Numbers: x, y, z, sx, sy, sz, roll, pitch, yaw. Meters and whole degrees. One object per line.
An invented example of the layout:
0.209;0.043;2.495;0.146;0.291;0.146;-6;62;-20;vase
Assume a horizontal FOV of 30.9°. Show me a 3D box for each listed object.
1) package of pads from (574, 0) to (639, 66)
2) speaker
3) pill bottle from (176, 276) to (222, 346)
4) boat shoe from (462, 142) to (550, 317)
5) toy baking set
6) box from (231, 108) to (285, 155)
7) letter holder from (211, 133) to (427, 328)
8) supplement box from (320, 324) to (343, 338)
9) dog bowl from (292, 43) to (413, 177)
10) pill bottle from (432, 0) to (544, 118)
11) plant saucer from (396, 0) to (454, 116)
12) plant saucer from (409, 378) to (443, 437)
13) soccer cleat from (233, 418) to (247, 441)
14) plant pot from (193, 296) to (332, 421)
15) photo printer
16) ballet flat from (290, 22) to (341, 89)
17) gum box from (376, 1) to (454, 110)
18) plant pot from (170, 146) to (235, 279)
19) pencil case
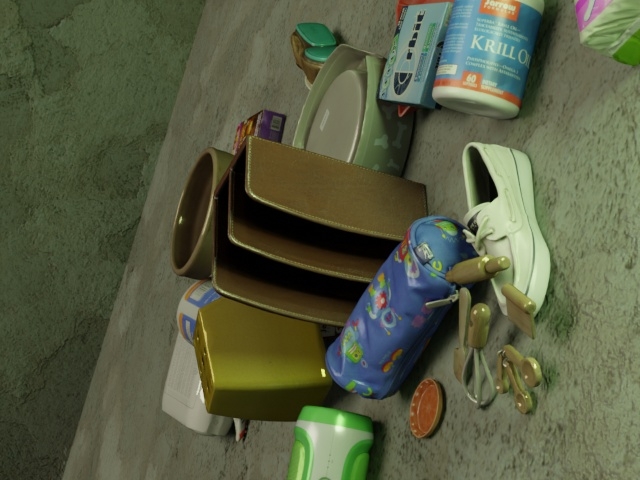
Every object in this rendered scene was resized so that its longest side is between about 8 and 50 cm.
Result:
0.386;-0.373;1.273;0.296;0.101;0.229;131;147;-50;package of pads
0.001;0.404;1.735;0.131;0.131;0.297;161;121;-67;speaker
-0.151;0.170;2.222;0.272;0.152;0.152;20;96;53;pill bottle
0.226;-0.018;1.473;0.096;0.088;0.267;131;148;-50;boat shoe
0.201;0.117;1.436;0.256;0.030;0.197;169;91;-71;toy baking set
-0.166;-0.140;2.662;0.201;0.057;0.293;166;117;-68;box
0.000;0.000;1.756;0.152;0.301;0.214;126;151;-45;letter holder
-0.005;0.068;2.009;0.239;0.073;0.130;-131;38;-67;supplement box
0.052;-0.170;2.029;0.349;0.102;0.349;-165;90;-70;dog bowl
0.236;-0.287;1.583;0.124;0.124;0.221;-171;94;-70;pill bottle
0.201;-0.361;1.844;0.259;0.047;0.258;129;148;-51;plant saucer
0.149;0.235;1.615;0.083;0.013;0.083;-165;90;-70;plant saucer
-0.165;0.364;2.337;0.029;0.035;0.083;-173;97;-70;soccer cleat
-0.109;0.190;1.950;0.212;0.187;0.212;111;149;-62;plant pot
-0.242;0.283;2.496;0.307;0.107;0.256;-179;104;-69;photo printer
0.005;-0.341;2.293;0.342;0.116;0.124;-123;30;-64;ballet flat
0.155;-0.285;1.784;0.184;0.041;0.157;-150;75;-71;gum box
-0.149;-0.032;2.286;0.263;0.229;0.263;-166;90;-71;plant pot
0.118;0.104;1.637;0.306;0.119;0.133;-59;34;38;pencil case
